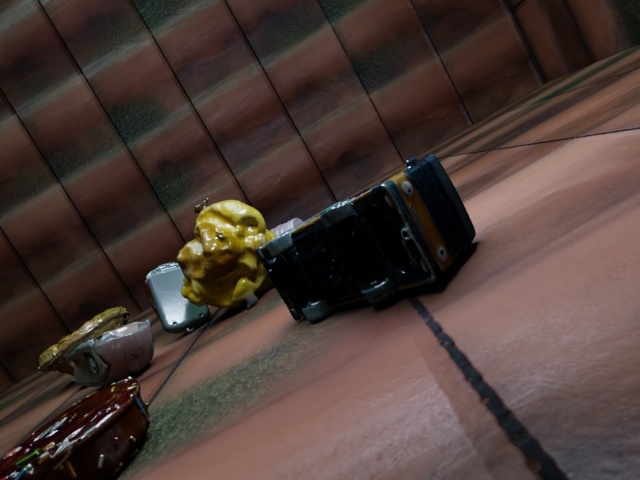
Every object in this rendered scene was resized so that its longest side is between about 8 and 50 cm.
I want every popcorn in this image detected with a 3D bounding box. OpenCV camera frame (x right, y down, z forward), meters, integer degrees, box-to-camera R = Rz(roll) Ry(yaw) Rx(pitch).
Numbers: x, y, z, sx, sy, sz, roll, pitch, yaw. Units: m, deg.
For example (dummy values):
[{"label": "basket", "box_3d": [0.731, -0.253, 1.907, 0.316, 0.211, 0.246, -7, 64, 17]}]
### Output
[{"label": "popcorn", "box_3d": [-0.241, 0.067, 1.256, 0.297, 0.281, 0.316, -35, -32, -5]}]

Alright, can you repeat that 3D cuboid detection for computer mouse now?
[{"label": "computer mouse", "box_3d": [-0.529, 0.312, 1.196, 0.199, 0.115, 0.389, -14, -17, -41]}]

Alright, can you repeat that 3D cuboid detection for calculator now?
[{"label": "calculator", "box_3d": [-0.418, 0.165, 1.376, 0.141, 0.246, 0.045, -16, -33, -26]}]

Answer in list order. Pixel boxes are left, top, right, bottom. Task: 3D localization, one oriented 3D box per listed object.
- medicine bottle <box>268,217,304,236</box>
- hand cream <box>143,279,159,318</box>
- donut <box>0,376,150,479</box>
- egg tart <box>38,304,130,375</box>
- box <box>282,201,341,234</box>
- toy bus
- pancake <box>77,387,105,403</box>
[{"label": "medicine bottle", "box_3d": [-0.153, 0.035, 1.517, 0.249, 0.133, 0.133, -28, 7, 21]}, {"label": "hand cream", "box_3d": [-0.467, 0.183, 1.503, 0.125, 0.193, 0.193, -31, 7, -34]}, {"label": "donut", "box_3d": [-0.345, 0.293, 0.654, 0.234, 0.089, 0.235, -29, 8, 4]}, {"label": "egg tart", "box_3d": [-0.819, 0.374, 1.675, 0.351, 0.150, 0.352, -39, 1, 1]}, {"label": "box", "box_3d": [0.000, 0.000, 1.207, 0.205, 0.118, 0.311, -31, 7, 4]}, {"label": "toy bus", "box_3d": [0.065, 0.004, 0.753, 0.194, 0.162, 0.323, -32, 5, -42]}, {"label": "pancake", "box_3d": [-0.586, 0.402, 1.166, 0.114, 0.011, 0.115, -29, 7, 4]}]
